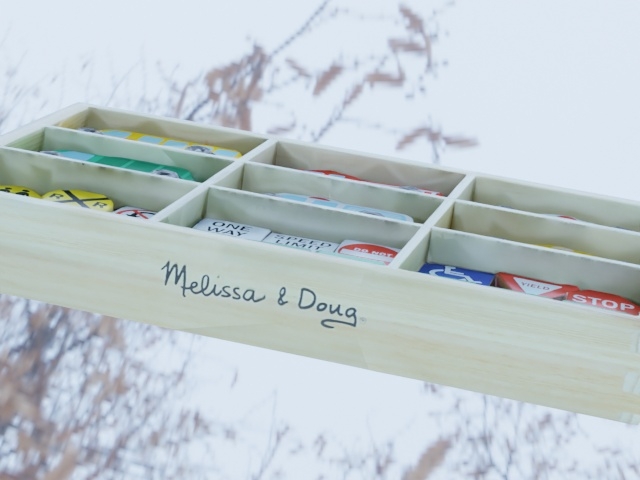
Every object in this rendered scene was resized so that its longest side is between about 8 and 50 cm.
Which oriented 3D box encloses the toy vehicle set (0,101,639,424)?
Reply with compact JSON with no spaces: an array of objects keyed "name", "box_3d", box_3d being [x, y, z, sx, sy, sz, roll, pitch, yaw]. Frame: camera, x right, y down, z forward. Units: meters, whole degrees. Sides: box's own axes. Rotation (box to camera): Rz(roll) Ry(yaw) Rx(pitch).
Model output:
[{"name":"toy vehicle set","box_3d":[0.000,0.000,0.695,0.267,0.166,0.035,11,-74,11]}]
